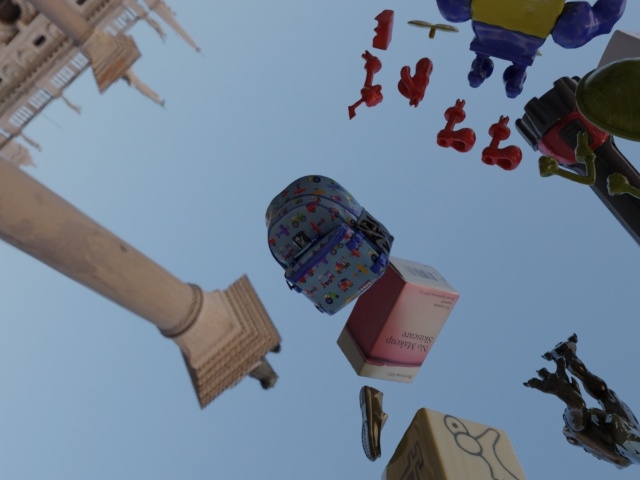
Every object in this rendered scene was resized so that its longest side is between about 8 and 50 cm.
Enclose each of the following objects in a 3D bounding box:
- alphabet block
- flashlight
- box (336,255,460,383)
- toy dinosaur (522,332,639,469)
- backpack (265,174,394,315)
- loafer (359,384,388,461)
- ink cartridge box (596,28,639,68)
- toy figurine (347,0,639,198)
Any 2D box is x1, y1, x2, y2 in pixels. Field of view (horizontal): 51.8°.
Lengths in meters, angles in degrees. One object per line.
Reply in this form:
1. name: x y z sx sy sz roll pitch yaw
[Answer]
1. alphabet block: 0.236 0.445 1.155 0.197 0.192 0.193 -96 -151 -64
2. flashlight: 0.370 -0.062 0.810 0.103 0.103 0.304 -27 -108 -20
3. box: 0.159 0.165 1.383 0.232 0.148 0.127 -66 -150 18
4. toy dinosaur: 0.223 0.142 0.531 0.064 0.268 0.118 -37 -103 7
5. backpack: 0.000 0.000 0.957 0.158 0.173 0.117 -37 -163 27
6. loafer: 0.109 0.359 1.301 0.050 0.056 0.148 3 -113 -12
7. ink cartridge box: 0.547 -0.186 0.911 0.283 0.207 0.117 52 -44 46
8. toy figurine: 0.210 -0.206 0.631 0.362 0.217 0.191 21 -123 15
